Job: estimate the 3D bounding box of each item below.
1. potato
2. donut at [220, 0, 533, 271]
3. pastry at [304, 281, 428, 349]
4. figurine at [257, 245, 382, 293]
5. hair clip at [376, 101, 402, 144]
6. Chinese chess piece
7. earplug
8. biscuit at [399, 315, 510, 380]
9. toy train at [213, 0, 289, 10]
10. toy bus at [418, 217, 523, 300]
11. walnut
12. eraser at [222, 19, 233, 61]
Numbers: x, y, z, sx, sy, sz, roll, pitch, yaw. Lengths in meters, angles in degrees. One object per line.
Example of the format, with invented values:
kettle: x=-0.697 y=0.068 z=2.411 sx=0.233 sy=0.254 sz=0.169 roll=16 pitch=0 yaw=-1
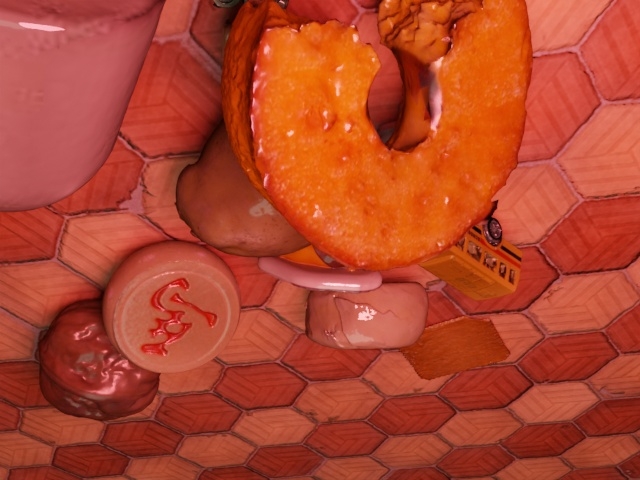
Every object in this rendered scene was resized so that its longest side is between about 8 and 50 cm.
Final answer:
potato: x=-0.065 y=-0.102 z=1.100 sx=0.243 sy=0.221 sz=0.326 roll=27 pitch=118 yaw=-38
donut: x=0.069 y=-0.154 z=0.897 sx=0.435 sy=0.163 sz=0.377 roll=-18 pitch=118 yaw=-30
pastry: x=0.089 y=0.147 z=1.390 sx=0.265 sy=0.133 sz=0.265 roll=0 pitch=179 yaw=0
figurine: x=0.000 y=0.000 z=1.303 sx=0.250 sy=0.166 sz=0.141 roll=8 pitch=111 yaw=15
hair clip: x=0.180 y=-0.212 z=1.103 sx=0.146 sy=0.075 sz=0.257 roll=8 pitch=131 yaw=-14
Chinese chess piece: x=-0.287 y=0.132 z=1.364 sx=0.273 sy=0.102 sz=0.273 roll=-9 pitch=115 yaw=-19
earplug: x=-0.390 y=-0.222 z=0.893 sx=0.313 sy=0.312 sz=0.394 roll=15 pitch=138 yaw=-18
biscuit: x=0.316 y=0.258 z=1.673 sx=0.237 sy=0.013 sz=0.232 roll=-20 pitch=135 yaw=19
toy train: x=-0.114 y=-0.365 z=0.921 sx=0.171 sy=0.071 sz=0.111 roll=16 pitch=126 yaw=-18
toy bus: x=0.223 y=-0.006 z=1.268 sx=0.336 sy=0.123 sz=0.121 roll=30 pitch=150 yaw=-31
walnut: x=-0.469 y=0.258 z=1.488 sx=0.273 sy=0.227 sz=0.273 roll=3 pitch=138 yaw=3
eraser: x=-0.050 y=-0.273 z=0.981 sx=0.172 sy=0.117 sz=0.058 roll=3 pitch=109 yaw=-6
